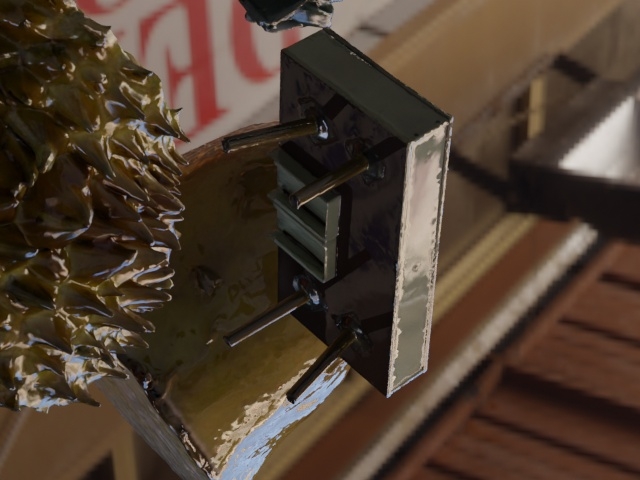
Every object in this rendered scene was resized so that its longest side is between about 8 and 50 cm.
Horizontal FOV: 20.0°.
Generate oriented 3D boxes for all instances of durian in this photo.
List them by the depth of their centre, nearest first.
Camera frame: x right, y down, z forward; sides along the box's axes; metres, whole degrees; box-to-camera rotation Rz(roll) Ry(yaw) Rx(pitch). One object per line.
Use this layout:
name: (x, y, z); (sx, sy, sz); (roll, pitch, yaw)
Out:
durian: (-0.132, -0.026, 0.657); (0.252, 0.144, 0.139); (29, 179, -30)

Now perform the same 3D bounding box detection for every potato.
potato: (-0.066, 0.043, 1.569); (0.296, 0.397, 0.290); (-39, -93, -10)

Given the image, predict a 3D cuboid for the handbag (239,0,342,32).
handbag: (-0.022, -0.283, 1.400); (0.247, 0.079, 0.260); (-23, -115, -45)

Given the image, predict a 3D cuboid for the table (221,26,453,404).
table: (0.000, 0.000, 1.213); (0.111, 0.240, 0.121); (-31, -127, -29)
